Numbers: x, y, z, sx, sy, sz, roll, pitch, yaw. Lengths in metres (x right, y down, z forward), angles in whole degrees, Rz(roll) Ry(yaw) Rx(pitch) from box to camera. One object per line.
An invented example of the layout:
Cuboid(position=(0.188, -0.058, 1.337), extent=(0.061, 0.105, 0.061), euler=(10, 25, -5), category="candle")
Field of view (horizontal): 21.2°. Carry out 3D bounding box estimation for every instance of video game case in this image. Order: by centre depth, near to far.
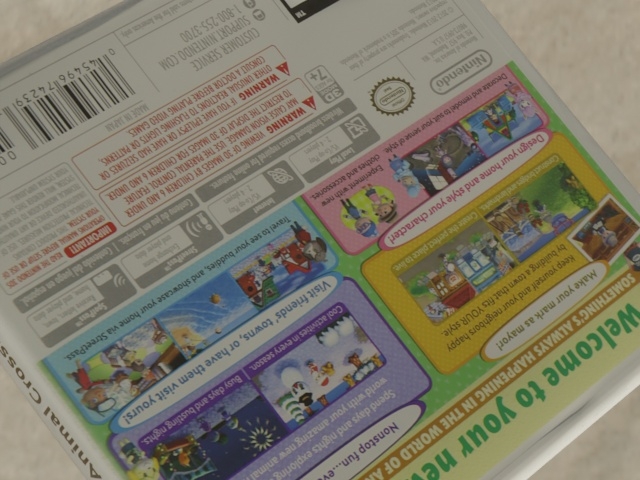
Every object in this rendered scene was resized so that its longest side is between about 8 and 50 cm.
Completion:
Cuboid(position=(0.000, 0.000, 0.530), extent=(0.193, 0.212, 0.023), euler=(52, 148, 7), category="video game case")
